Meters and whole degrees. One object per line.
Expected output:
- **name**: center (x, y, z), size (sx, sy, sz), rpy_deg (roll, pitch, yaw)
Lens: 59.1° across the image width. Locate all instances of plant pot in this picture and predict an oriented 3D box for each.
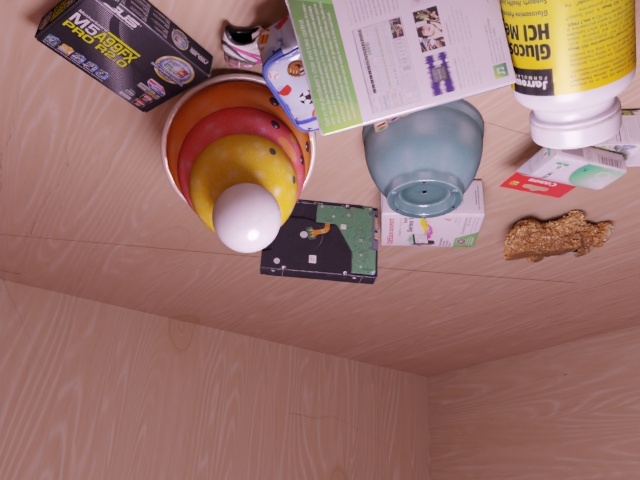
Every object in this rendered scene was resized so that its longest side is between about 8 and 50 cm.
- **plant pot**: center (0.242, -0.175, 1.333), size (0.292, 0.197, 0.293), rpy_deg (3, 153, 2)

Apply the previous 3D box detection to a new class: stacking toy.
- **stacking toy**: center (-0.146, -0.108, 1.115), size (0.350, 0.480, 0.351), rpy_deg (-5, 119, -9)

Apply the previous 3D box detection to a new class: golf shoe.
- **golf shoe**: center (-0.103, -0.378, 1.111), size (0.185, 0.068, 0.086), rpy_deg (4, 153, -1)

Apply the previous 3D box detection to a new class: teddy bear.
- **teddy bear**: center (0.717, -0.012, 1.725), size (0.337, 0.113, 0.245), rpy_deg (-7, 159, 5)

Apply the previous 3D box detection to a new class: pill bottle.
- **pill bottle**: center (0.386, -0.324, 0.883), size (0.187, 0.188, 0.334), rpy_deg (-8, 120, 21)

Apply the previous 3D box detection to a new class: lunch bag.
- **lunch bag**: center (0.052, -0.338, 1.059), size (0.303, 0.115, 0.243), rpy_deg (-22, 145, 11)

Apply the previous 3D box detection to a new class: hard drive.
- **hard drive**: center (0.000, 0.000, 1.664), size (0.338, 0.237, 0.064), rpy_deg (4, 154, -4)

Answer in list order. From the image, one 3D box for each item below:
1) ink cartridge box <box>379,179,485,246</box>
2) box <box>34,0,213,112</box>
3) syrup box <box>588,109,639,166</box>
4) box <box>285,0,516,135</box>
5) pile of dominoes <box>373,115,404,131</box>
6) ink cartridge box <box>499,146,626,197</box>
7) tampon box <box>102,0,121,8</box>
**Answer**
- **ink cartridge box**: center (0.308, -0.074, 1.610), size (0.277, 0.117, 0.201), rpy_deg (1, 153, 6)
- **box**: center (-0.389, -0.388, 1.136), size (0.216, 0.060, 0.270), rpy_deg (-15, 148, 33)
- **syrup box**: center (0.648, -0.229, 1.284), size (0.236, 0.097, 0.093), rpy_deg (-1, 156, 9)
- **box**: center (0.126, -0.320, 0.905), size (0.321, 0.233, 0.058), rpy_deg (-14, -174, 5)
- **pile of dominoes**: center (0.219, -0.288, 1.136), size (0.251, 0.040, 0.196), rpy_deg (-22, 174, 7)
- **ink cartridge box**: center (0.553, -0.143, 1.313), size (0.180, 0.056, 0.225), rpy_deg (10, 154, -12)
- **tampon box**: center (-0.363, -0.477, 0.887), size (0.161, 0.121, 0.101), rpy_deg (25, 147, -37)
